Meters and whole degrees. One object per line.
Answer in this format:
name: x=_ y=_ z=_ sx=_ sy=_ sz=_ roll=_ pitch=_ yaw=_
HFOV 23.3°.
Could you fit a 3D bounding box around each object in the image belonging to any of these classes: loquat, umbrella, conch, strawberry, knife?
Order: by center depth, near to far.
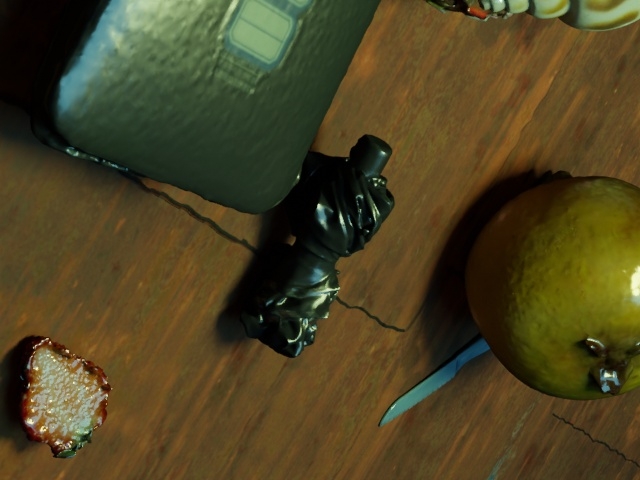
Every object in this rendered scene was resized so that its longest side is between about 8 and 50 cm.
strawberry: x=-0.267 y=0.155 z=1.579 sx=0.104 sy=0.048 sz=0.152 roll=-34 pitch=127 yaw=-25
conch: x=0.281 y=-0.306 z=1.632 sx=0.275 sy=0.183 sz=0.149 roll=-25 pitch=167 yaw=-42
umbrella: x=-0.001 y=0.000 z=1.760 sx=0.110 sy=0.122 sz=0.272 roll=13 pitch=114 yaw=-35
loquat: x=0.357 y=0.045 z=2.144 sx=0.328 sy=0.359 sz=0.328 roll=-6 pitch=140 yaw=-5
knife: x=0.191 y=0.189 z=2.282 sx=0.313 sy=0.019 sz=0.044 roll=-31 pitch=141 yaw=-36

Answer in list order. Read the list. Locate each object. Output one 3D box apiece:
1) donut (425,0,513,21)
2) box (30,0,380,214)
donut: x=0.172 y=-0.375 z=1.686 sx=0.345 sy=0.136 sz=0.259 roll=19 pitch=102 yaw=-57
box: x=-0.083 y=-0.210 z=1.415 sx=0.359 sy=0.091 sz=0.350 roll=19 pitch=99 yaw=-53
